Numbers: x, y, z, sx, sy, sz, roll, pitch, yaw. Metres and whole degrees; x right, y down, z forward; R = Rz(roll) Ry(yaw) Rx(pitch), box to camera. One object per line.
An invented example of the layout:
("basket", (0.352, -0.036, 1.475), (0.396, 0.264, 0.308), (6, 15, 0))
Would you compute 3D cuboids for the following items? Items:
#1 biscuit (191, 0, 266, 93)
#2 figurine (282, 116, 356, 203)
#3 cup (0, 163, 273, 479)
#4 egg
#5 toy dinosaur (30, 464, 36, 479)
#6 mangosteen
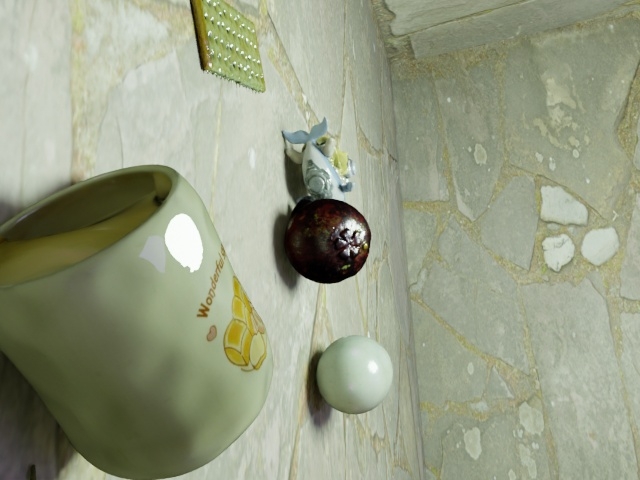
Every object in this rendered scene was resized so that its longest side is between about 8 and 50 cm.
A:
("biscuit", (-0.144, -0.321, 0.875), (0.231, 0.016, 0.138), (-20, 100, -74))
("figurine", (0.006, -0.153, 1.115), (0.183, 0.129, 0.208), (-76, 148, -57))
("cup", (-0.165, 0.055, 0.449), (0.173, 0.255, 0.202), (-34, 124, -24))
("egg", (0.071, 0.265, 1.081), (0.209, 0.151, 0.151), (-15, 97, -77))
("toy dinosaur", (-0.206, 0.262, 0.365), (0.039, 0.126, 0.162), (14, 21, -35))
("mangosteen", (0.004, -0.004, 1.010), (0.173, 0.184, 0.172), (-20, 125, -31))
